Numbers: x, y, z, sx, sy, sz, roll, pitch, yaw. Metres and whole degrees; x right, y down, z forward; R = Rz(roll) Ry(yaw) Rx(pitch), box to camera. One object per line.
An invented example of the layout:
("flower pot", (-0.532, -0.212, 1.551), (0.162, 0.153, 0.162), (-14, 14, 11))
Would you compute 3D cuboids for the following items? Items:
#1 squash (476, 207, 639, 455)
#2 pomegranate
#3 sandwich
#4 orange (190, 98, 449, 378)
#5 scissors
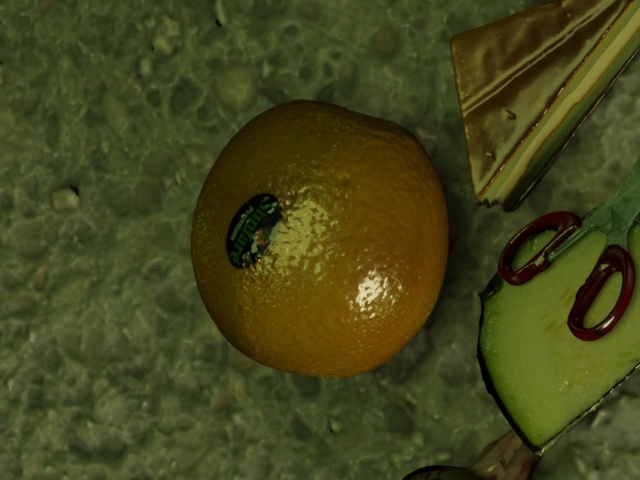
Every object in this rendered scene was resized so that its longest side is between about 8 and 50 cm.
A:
("squash", (0.225, 0.072, 1.501), (0.192, 0.085, 0.184), (-41, 42, 14))
("pomegranate", (0.130, 0.237, 1.514), (0.138, 0.163, 0.126), (24, 137, 39))
("sandwich", (0.210, -0.119, 1.487), (0.187, 0.117, 0.144), (-18, 82, 21))
("orange", (0.000, 0.000, 1.524), (0.236, 0.236, 0.236), (-2, 86, 25))
("scissors", (0.255, -0.041, 1.473), (0.248, 0.017, 0.144), (-51, 40, 2))
